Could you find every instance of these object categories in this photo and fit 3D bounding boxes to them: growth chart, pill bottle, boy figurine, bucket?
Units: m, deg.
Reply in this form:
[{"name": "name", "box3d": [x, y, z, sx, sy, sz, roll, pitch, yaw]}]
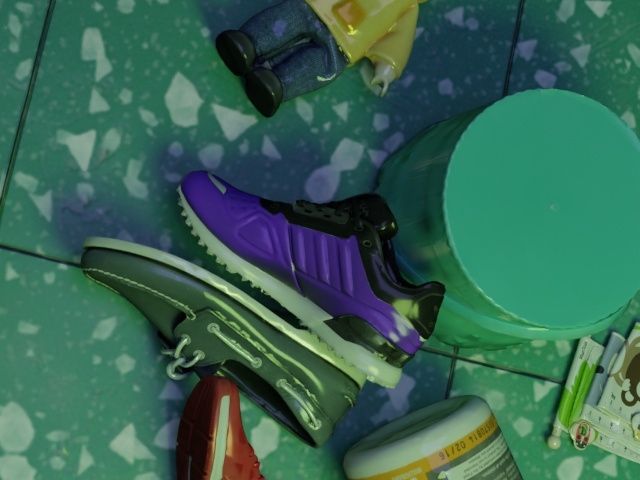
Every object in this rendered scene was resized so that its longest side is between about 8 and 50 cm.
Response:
[{"name": "growth chart", "box3d": [0.372, 0.177, 1.550, 0.237, 0.021, 0.172, 18, 78, -14]}, {"name": "pill bottle", "box3d": [0.146, 0.308, 1.394, 0.162, 0.162, 0.278, -25, 90, -18]}, {"name": "boy figurine", "box3d": [0.037, -0.238, 1.466, 0.285, 0.092, 0.177, -33, 91, -14]}, {"name": "bucket", "box3d": [0.204, -0.020, 1.438, 0.281, 0.183, 0.281, 2, 83, -16]}]

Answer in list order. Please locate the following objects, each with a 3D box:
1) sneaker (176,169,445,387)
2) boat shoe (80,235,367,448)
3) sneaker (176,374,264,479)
[{"name": "sneaker", "box3d": [0.000, 0.000, 1.372, 0.293, 0.102, 0.146, 39, 100, 9]}, {"name": "boat shoe", "box3d": [-0.103, 0.100, 1.371, 0.319, 0.116, 0.099, 30, 75, -17]}, {"name": "sneaker", "box3d": [-0.071, 0.236, 1.377, 0.128, 0.087, 0.221, 0, 107, -26]}]
